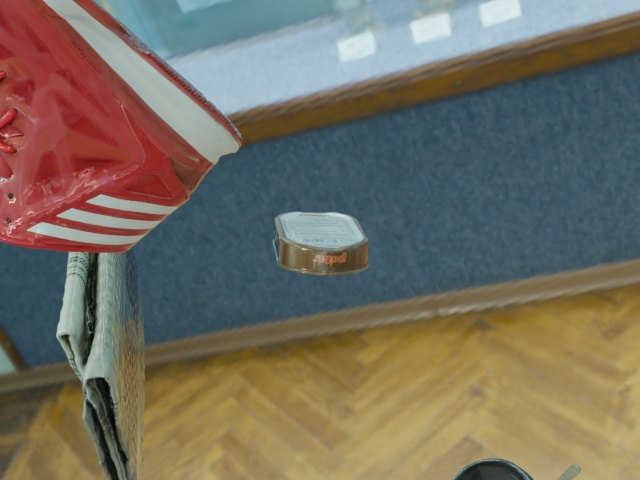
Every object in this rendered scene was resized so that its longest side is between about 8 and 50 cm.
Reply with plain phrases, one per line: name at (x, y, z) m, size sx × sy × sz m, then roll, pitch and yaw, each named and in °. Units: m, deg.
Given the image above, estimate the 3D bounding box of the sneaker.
sneaker at (-0.155, -0.072, 0.549) m, size 0.128 × 0.221 × 0.087 m, roll -50°, pitch 20°, yaw 1°

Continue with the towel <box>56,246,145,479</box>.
towel at (-0.233, 0.103, 1.226) m, size 0.056 × 0.312 × 0.324 m, roll -4°, pitch 50°, yaw -5°

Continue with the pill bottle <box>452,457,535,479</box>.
pill bottle at (0.243, 0.361, 1.445) m, size 0.123 × 0.219 × 0.122 m, roll -8°, pitch 66°, yaw 19°

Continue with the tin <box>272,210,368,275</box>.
tin at (0.000, 0.000, 1.316) m, size 0.106 × 0.040 × 0.189 m, roll 4°, pitch 14°, yaw -8°

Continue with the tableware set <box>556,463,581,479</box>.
tableware set at (0.248, 0.321, 1.136) m, size 0.039 × 0.194 × 0.128 m, roll -9°, pitch 56°, yaw -49°
